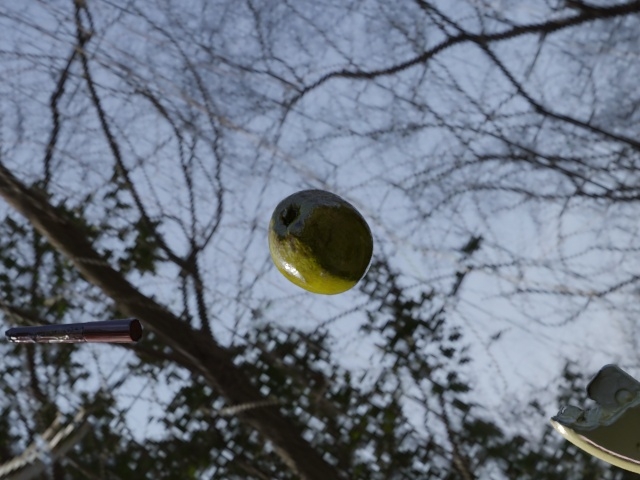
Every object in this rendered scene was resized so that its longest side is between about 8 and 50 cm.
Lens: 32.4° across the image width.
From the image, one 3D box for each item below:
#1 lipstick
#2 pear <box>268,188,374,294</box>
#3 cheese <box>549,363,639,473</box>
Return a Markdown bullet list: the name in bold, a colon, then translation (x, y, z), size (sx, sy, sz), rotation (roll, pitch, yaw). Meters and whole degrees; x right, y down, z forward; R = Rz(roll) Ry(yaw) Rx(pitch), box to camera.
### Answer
- **lipstick**: translation (-0.281, 0.105, 1.243), size (0.027, 0.176, 0.027), rotation (-5, -90, -65)
- **pear**: translation (0.000, 0.000, 1.112), size (0.107, 0.107, 0.131), rotation (-54, -43, -14)
- **cheese**: translation (0.341, 0.193, 1.011), size (0.127, 0.235, 0.050), rotation (-54, -6, 16)
